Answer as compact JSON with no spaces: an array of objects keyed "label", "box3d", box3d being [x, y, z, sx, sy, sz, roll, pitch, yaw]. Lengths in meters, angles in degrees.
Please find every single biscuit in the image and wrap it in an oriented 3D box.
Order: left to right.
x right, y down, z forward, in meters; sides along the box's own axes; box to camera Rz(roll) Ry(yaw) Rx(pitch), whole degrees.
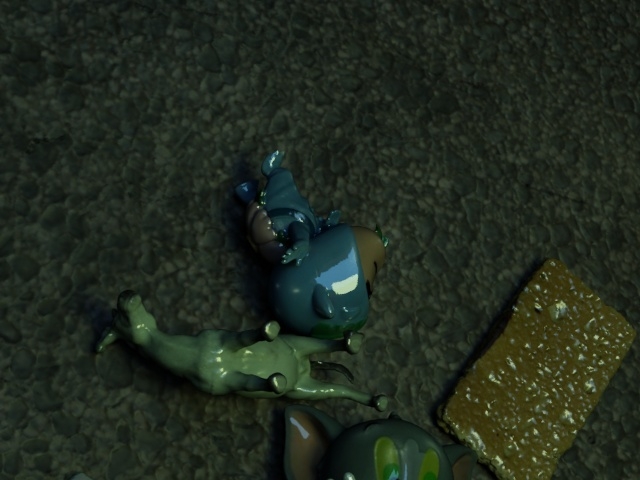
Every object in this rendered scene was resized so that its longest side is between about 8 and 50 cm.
[{"label":"biscuit","box3d":[0.211,0.129,1.240,0.131,0.025,0.231,43,58,-2]}]

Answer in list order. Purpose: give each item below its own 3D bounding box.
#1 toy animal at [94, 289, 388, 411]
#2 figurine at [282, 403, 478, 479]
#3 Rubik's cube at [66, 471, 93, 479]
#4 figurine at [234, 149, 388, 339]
[{"label":"toy animal","box3d":[-0.066,0.099,1.090,0.217,0.176,0.073,17,80,-41]},{"label":"figurine","box3d":[0.070,0.264,1.058,0.193,0.140,0.265,5,72,-15]},{"label":"Rubik's cube","box3d":[-0.098,0.350,0.829,0.387,0.368,0.358,-5,111,-44]},{"label":"figurine","box3d":[0.002,0.001,1.165,0.144,0.114,0.178,-21,69,-31]}]
